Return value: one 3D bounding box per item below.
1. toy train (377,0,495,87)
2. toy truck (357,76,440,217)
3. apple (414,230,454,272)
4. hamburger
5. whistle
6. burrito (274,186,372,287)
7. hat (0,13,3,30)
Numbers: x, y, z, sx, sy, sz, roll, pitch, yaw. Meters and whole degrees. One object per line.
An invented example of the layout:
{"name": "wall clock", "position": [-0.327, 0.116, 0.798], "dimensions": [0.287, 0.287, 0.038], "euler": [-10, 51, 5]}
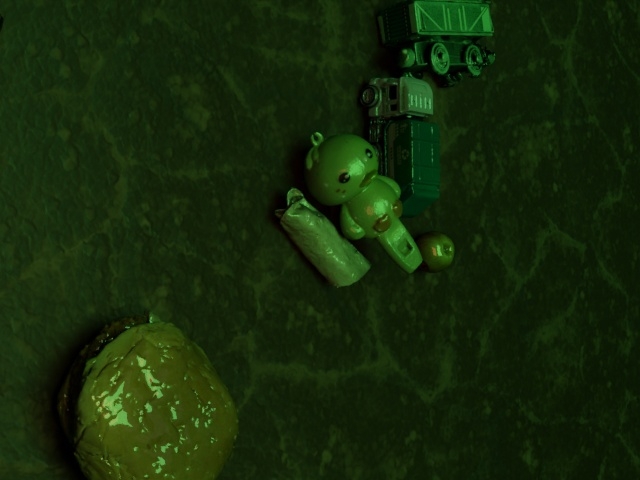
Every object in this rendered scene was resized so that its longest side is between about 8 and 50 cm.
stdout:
{"name": "toy train", "position": [0.221, -0.373, 2.204], "dimensions": [0.269, 0.115, 0.154], "euler": [-9, 85, -43]}
{"name": "toy truck", "position": [0.145, -0.168, 2.109], "dimensions": [0.114, 0.124, 0.253], "euler": [3, 87, -46]}
{"name": "apple", "position": [0.213, 0.022, 2.190], "dimensions": [0.084, 0.071, 0.084], "euler": [3, 85, -44]}
{"name": "hamburger", "position": [-0.247, 0.254, 1.689], "dimensions": [0.283, 0.144, 0.259], "euler": [53, 57, -21]}
{"name": "whistle", "position": [0.083, -0.071, 1.993], "dimensions": [0.294, 0.141, 0.141], "euler": [45, 55, -4]}
{"name": "burrito", "position": [0.000, 0.000, 1.996], "dimensions": [0.226, 0.060, 0.087], "euler": [48, 56, -31]}
{"name": "hat", "position": [-0.471, -0.283, 1.569], "dimensions": [0.076, 0.059, 0.077], "euler": [22, 66, -24]}
